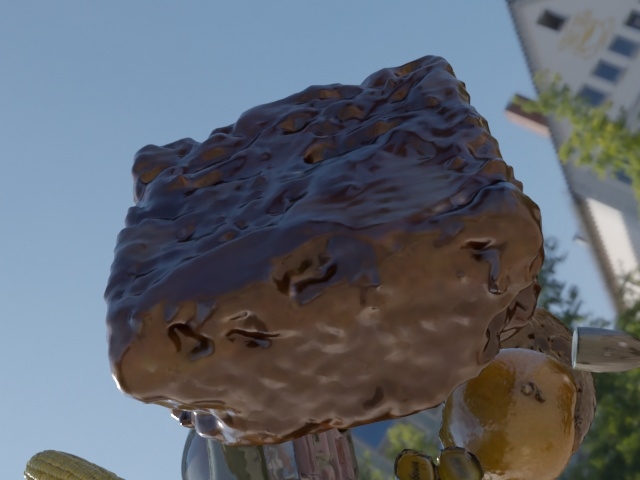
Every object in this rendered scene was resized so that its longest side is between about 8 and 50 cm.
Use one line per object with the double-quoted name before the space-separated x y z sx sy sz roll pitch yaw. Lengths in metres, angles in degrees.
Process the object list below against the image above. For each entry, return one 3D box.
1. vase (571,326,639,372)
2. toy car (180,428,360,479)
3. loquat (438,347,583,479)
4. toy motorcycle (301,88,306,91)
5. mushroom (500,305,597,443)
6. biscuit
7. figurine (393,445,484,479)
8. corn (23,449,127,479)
"vase" 0.350 0.132 1.401 0.053 0.101 0.053 5 -90 -84
"toy car" -0.072 0.266 1.354 0.242 0.226 0.336 27 -130 -67
"loquat" 0.179 0.169 1.119 0.141 0.141 0.141 -35 -41 -36
"toy motorcycle" 0.045 -0.116 1.876 0.298 0.171 0.089 52 -129 -17
"mushroom" 0.345 0.241 1.939 0.278 0.146 0.278 8 -104 -33
"biscuit" 0.000 0.000 1.016 0.343 0.395 0.166 -15 -63 5
"figurine" 0.084 0.294 1.003 0.162 0.143 0.263 -5 -62 -19
"corn" -0.300 0.308 1.479 0.067 0.206 0.067 -11 -75 -46
